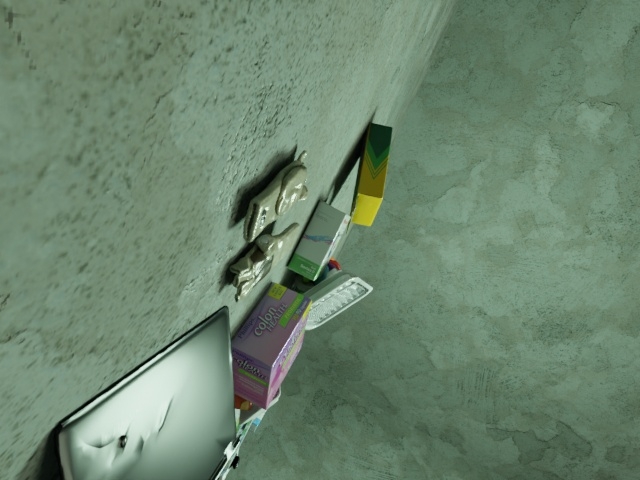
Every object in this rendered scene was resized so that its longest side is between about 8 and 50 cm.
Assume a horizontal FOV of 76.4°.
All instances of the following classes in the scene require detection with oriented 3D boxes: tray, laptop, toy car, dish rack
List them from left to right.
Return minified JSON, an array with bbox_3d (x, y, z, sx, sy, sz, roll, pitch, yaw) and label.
[{"bbox_3d":[-0.301,0.354,0.614,0.407,0.236,0.382,-35,180,15],"label":"laptop"},{"bbox_3d":[-0.175,0.438,1.231,0.145,0.030,0.270,-39,-165,2],"label":"tray"},{"bbox_3d":[0.003,0.102,1.412,0.159,0.136,0.182,-65,173,20],"label":"toy car"},{"bbox_3d":[0.017,0.193,1.345,0.285,0.072,0.333,-35,158,7],"label":"dish rack"}]

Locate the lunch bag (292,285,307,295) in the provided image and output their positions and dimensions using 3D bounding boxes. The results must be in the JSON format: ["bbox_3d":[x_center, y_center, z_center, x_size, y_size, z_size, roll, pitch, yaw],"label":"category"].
[{"bbox_3d":[-0.075,0.237,1.558,0.219,0.090,0.176,-57,173,-36],"label":"lunch bag"}]

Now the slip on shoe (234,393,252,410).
[{"bbox_3d":[-0.176,0.360,1.217,0.331,0.101,0.123,-57,170,-48],"label":"slip on shoe"}]

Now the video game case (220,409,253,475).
[{"bbox_3d":[-0.307,0.630,1.297,0.329,0.036,0.300,-63,161,-4],"label":"video game case"}]

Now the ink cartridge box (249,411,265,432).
[{"bbox_3d":[-0.252,0.633,1.513,0.052,0.088,0.122,-67,173,30],"label":"ink cartridge box"}]

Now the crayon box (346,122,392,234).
[{"bbox_3d":[0.161,-0.192,1.344,0.203,0.083,0.323,101,1,-67],"label":"crayon box"}]

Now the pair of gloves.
[{"bbox_3d":[-0.086,-0.020,0.695,0.204,0.042,0.240,-50,164,-47],"label":"pair of gloves"}]

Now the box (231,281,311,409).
[{"bbox_3d":[-0.132,0.275,1.057,0.243,0.117,0.214,101,16,-44],"label":"box"}]

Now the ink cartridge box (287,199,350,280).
[{"bbox_3d":[0.000,0.000,1.196,0.213,0.093,0.154,-65,173,3],"label":"ink cartridge box"}]

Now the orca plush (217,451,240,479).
[{"bbox_3d":[-0.402,0.818,1.481,0.151,0.102,0.287,-1,-145,46],"label":"orca plush"}]
